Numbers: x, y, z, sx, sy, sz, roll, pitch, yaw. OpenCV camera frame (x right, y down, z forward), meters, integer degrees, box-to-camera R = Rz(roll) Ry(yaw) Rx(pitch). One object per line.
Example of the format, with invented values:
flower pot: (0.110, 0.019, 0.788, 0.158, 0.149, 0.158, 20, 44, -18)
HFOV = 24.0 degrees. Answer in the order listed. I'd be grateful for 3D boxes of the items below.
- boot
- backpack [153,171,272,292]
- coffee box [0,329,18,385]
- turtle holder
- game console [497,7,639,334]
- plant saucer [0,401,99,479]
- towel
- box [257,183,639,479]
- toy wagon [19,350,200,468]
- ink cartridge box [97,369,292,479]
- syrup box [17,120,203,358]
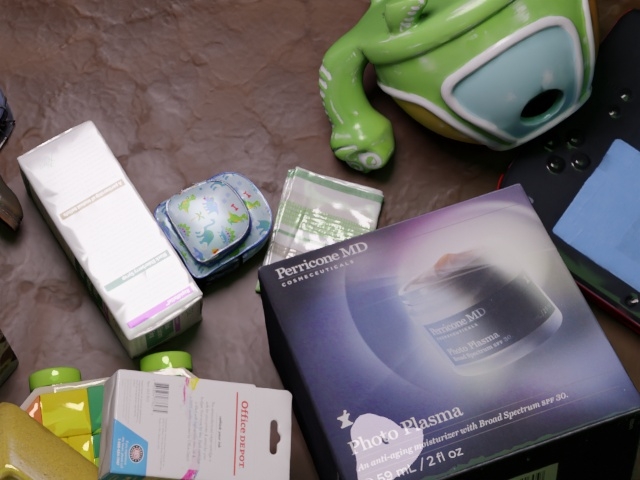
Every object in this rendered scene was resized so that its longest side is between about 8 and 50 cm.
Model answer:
boot: (-0.369, -0.117, 1.656, 0.106, 0.082, 0.219, -38, 77, -11)
backpack: (-0.112, -0.018, 1.640, 0.114, 0.084, 0.105, -31, 79, -15)
coffee box: (-0.412, 0.080, 1.479, 0.168, 0.297, 0.119, 37, 74, 7)
turtle holder: (0.158, -0.205, 1.635, 0.320, 0.243, 0.227, -42, 113, -17)
game console: (0.423, -0.043, 1.696, 0.386, 0.060, 0.342, 36, 74, 7)
plant saucer: (-0.279, 0.373, 1.434, 0.333, 0.081, 0.332, 37, 75, 1)
towel: (0.000, 0.000, 1.673, 0.113, 0.023, 0.152, 15, 73, 2)
box: (0.122, 0.137, 1.515, 0.296, 0.182, 0.294, -18, 54, -9)
toy wagon: (-0.242, 0.260, 1.554, 0.344, 0.068, 0.267, -7, 73, -6)
ink cartridge box: (-0.124, 0.194, 1.499, 0.181, 0.061, 0.104, 9, 69, -19)
syrup box: (-0.224, 0.000, 1.622, 0.096, 0.093, 0.237, -30, 77, -12)
